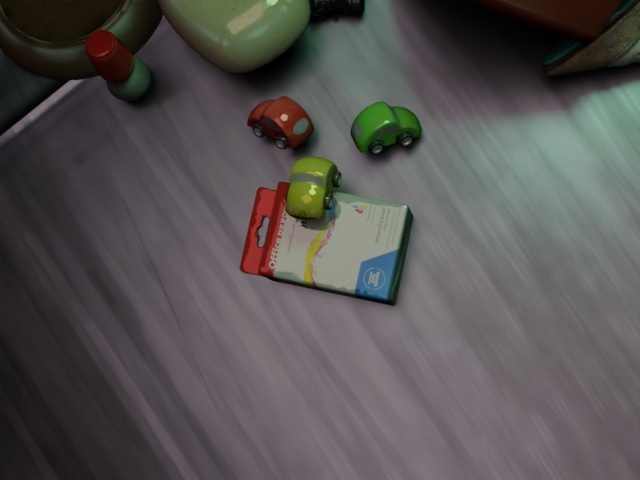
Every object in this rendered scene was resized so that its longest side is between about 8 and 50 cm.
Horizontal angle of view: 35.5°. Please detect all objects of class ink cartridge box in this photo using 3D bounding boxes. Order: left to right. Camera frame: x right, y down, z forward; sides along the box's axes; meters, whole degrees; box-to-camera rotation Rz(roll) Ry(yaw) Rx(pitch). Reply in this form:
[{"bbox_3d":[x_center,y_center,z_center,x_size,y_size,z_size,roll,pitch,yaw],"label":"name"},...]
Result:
[{"bbox_3d":[0.000,0.000,1.375,0.231,0.078,0.134,11,84,13],"label":"ink cartridge box"}]

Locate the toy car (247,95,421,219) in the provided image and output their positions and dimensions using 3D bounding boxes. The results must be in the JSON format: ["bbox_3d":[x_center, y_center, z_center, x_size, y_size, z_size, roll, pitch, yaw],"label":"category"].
[{"bbox_3d":[0.029,-0.146,1.370,0.225,0.053,0.239,-17,49,-8],"label":"toy car"}]

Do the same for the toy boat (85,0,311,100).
[{"bbox_3d":[-0.184,-0.318,1.429,0.318,0.148,0.267,-32,72,0],"label":"toy boat"}]

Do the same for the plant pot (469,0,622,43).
[{"bbox_3d":[0.275,-0.392,1.264,0.236,0.267,0.267,30,103,-14],"label":"plant pot"}]

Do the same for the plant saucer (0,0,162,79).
[{"bbox_3d":[-0.381,-0.400,1.518,0.311,0.050,0.310,-2,81,11],"label":"plant saucer"}]

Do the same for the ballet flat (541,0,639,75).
[{"bbox_3d":[0.438,-0.304,1.324,0.316,0.107,0.106,-44,103,5],"label":"ballet flat"}]

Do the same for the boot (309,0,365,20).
[{"bbox_3d":[0.015,-0.376,1.442,0.099,0.045,0.121,1,81,17],"label":"boot"}]
